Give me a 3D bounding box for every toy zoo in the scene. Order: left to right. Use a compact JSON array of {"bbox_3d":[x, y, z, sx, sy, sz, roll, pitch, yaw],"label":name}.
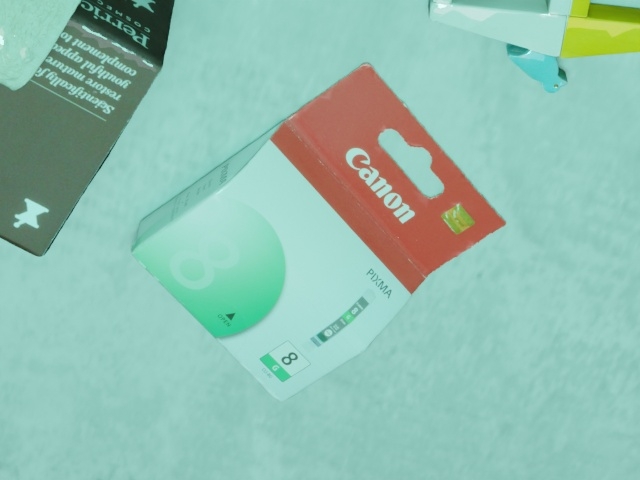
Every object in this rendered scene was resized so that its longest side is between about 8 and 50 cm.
[{"bbox_3d":[0.181,-0.236,1.256,0.192,0.030,0.293,5,122,-2],"label":"toy zoo"}]

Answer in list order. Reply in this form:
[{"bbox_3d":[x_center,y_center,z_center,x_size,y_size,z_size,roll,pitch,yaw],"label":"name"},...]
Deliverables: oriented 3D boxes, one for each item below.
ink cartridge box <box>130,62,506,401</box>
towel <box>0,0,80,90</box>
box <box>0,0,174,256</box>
[{"bbox_3d":[0.000,0.000,1.391,0.225,0.056,0.181,-33,116,21],"label":"ink cartridge box"},{"bbox_3d":[-0.176,-0.248,1.042,0.187,0.049,0.282,31,91,-26],"label":"towel"},{"bbox_3d":[-0.206,-0.134,1.223,0.168,0.203,0.167,28,117,-16],"label":"box"}]
